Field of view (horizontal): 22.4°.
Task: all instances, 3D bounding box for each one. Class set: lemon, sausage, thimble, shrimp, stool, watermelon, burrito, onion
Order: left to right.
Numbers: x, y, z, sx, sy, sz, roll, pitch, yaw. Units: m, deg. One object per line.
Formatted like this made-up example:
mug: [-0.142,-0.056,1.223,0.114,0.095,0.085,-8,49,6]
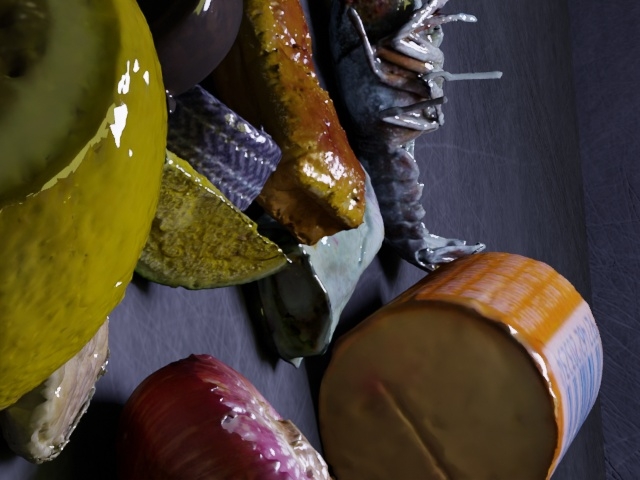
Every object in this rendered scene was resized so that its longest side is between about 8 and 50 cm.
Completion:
lemon: [-0.185,-0.031,0.669,0.219,0.240,0.240,112,-17,-59]
stool: [-0.127,-0.186,1.085,0.121,0.125,0.217,52,24,-53]
watermelon: [-0.102,-0.027,1.134,0.181,0.092,0.075,39,30,-52]
thimble: [-0.083,-0.073,1.183,0.095,0.066,0.104,39,3,39]
onion: [-0.061,0.193,1.065,0.230,0.163,0.230,45,-3,3]
burrito: [0.000,0.000,1.427,0.229,0.089,0.144,-63,144,-57]
shrimp: [0.091,-0.153,1.684,0.221,0.166,0.410,-138,-136,-65]
sausage: [0.145,0.142,1.565,0.287,0.233,0.233,-30,110,-71]

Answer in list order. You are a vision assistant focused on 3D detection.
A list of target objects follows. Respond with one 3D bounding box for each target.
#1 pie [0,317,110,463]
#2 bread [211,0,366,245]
pie: [-0.154,0.036,0.923,0.218,0.052,0.185,88,0,-67]
bread: [-0.032,-0.129,1.327,0.139,0.077,0.271,44,26,-53]
